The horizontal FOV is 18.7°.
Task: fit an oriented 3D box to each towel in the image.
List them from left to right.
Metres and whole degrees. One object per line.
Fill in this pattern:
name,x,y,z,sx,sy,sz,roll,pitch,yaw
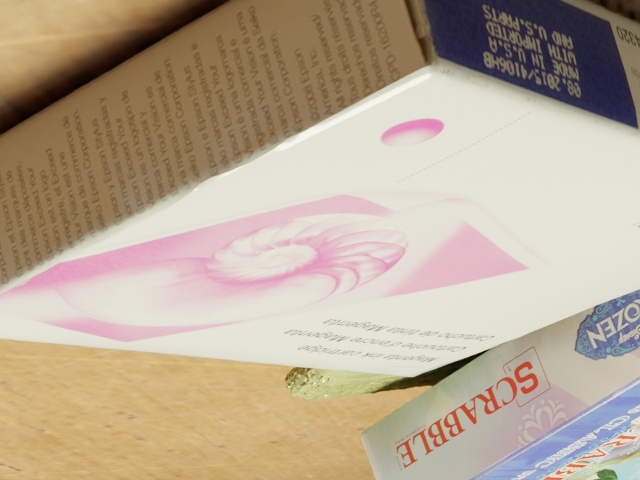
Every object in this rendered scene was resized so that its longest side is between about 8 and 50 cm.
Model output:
towel,0.062,0.059,1.092,0.148,0.027,0.110,-6,162,-27

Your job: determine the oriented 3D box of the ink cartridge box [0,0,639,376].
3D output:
ink cartridge box,0.000,0.000,0.802,0.330,0.071,0.324,-26,158,32

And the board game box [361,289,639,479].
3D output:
board game box,0.241,0.072,1.125,0.318,0.066,0.319,6,146,-47
